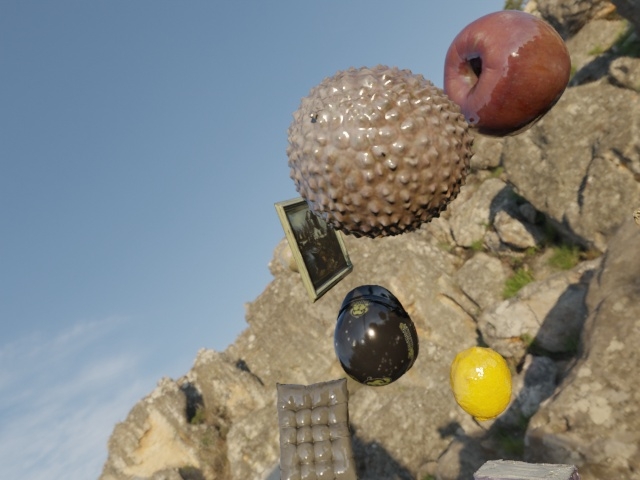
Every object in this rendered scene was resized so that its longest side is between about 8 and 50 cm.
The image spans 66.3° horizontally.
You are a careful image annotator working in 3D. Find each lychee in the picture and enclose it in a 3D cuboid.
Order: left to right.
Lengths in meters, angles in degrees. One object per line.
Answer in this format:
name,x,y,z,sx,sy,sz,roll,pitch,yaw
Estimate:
lychee,0.092,-0.149,0.789,0.300,0.300,0.300,-41,-15,-14

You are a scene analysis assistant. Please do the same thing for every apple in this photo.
apple,0.429,-0.381,1.141,0.234,0.306,0.306,-3,-32,-19

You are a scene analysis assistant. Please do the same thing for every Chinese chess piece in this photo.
Chinese chess piece,-0.038,-0.005,1.662,0.251,0.097,0.251,-50,3,3

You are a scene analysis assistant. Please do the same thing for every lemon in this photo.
lemon,0.308,0.276,0.943,0.114,0.155,0.114,-8,10,1

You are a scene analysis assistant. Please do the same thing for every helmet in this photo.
helmet,0.131,0.274,1.319,0.230,0.279,0.160,-9,14,32

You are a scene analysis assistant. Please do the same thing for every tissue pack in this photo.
tissue pack,0.551,0.747,1.228,0.242,0.344,0.125,-16,-6,38

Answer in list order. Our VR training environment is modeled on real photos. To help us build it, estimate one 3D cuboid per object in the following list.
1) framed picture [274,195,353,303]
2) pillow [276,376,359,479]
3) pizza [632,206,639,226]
framed picture,0.000,0.000,1.164,0.019,0.232,0.296,-20,4,23
pillow,-0.011,0.566,1.429,0.228,0.326,0.101,-4,-45,-3
pizza,0.966,-0.032,1.333,0.056,0.271,0.134,-56,11,48
